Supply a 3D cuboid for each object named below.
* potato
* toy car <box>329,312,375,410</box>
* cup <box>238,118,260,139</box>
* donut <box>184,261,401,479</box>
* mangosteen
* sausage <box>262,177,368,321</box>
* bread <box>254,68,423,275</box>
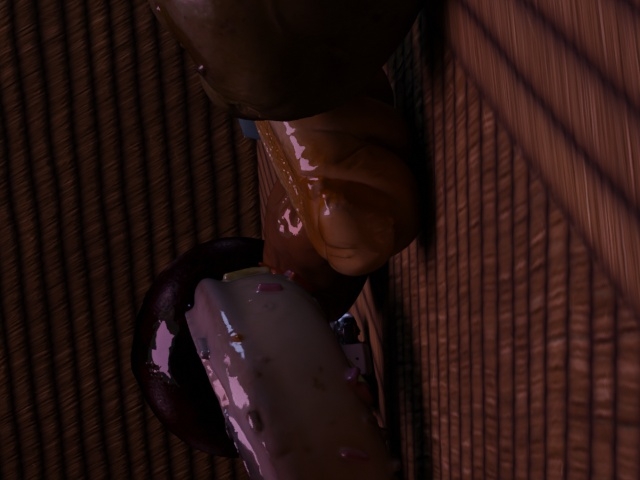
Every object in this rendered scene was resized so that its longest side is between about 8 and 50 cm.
[{"bbox_3d":[-0.016,-0.243,1.341,0.202,0.218,0.351,-46,-12,-47],"label":"potato"},{"bbox_3d":[0.014,0.163,2.042,0.112,0.112,0.139,64,-155,-56],"label":"toy car"},{"bbox_3d":[-0.083,-0.251,2.490,0.235,0.148,0.134,85,180,-48],"label":"cup"},{"bbox_3d":[-0.014,0.200,1.763,0.382,0.142,0.382,158,90,-85],"label":"donut"},{"bbox_3d":[-0.110,0.145,2.335,0.293,0.297,0.297,-114,20,-82],"label":"mangosteen"},{"bbox_3d":[-0.001,0.000,1.873,0.241,0.120,0.136,99,170,-65],"label":"sausage"},{"bbox_3d":[0.005,-0.114,1.560,0.173,0.121,0.311,86,162,-62],"label":"bread"}]
